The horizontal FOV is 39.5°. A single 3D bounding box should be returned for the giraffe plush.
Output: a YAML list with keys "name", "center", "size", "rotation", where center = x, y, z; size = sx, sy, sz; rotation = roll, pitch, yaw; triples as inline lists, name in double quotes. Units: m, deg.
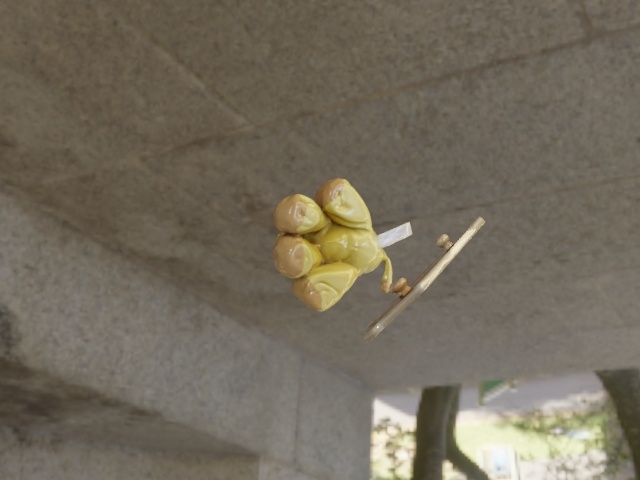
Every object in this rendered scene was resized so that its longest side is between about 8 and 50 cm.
- name: "giraffe plush"
  center: [0.000, 0.000, 1.304]
  size: [0.210, 0.182, 0.170]
  rotation: [-4, -175, -30]

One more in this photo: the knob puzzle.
- name: "knob puzzle"
  center: [0.107, 0.057, 1.116]
  size: [0.030, 0.213, 0.213]
  rotation: [44, 151, 4]
